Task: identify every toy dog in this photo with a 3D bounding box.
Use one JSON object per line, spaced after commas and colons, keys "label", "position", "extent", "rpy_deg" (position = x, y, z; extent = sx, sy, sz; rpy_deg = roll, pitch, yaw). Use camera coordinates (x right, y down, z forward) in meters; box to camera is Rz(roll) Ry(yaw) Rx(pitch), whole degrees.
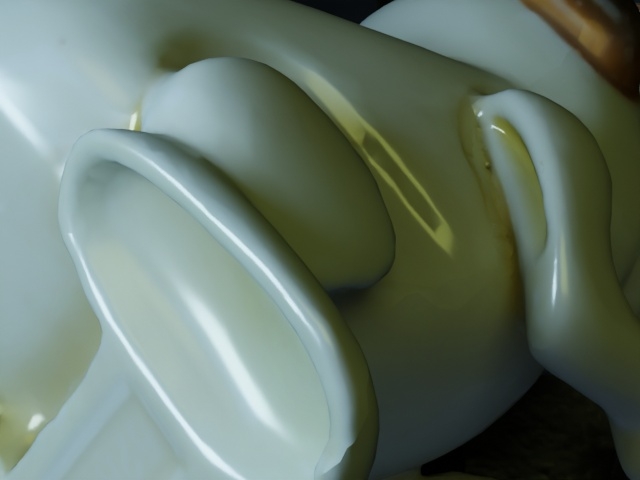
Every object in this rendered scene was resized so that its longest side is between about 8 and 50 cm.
{"label": "toy dog", "position": [0.000, 0.000, 0.840], "extent": [0.408, 0.284, 0.395], "rpy_deg": [-15, 54, -45]}

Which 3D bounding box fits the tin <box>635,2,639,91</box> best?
{"label": "tin", "position": [0.169, -0.097, 1.082], "extent": [0.190, 0.040, 0.106], "rpy_deg": [5, 65, -7]}

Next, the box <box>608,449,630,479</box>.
{"label": "box", "position": [0.221, 0.151, 0.886], "extent": [0.158, 0.093, 0.156], "rpy_deg": [8, 48, 16]}
